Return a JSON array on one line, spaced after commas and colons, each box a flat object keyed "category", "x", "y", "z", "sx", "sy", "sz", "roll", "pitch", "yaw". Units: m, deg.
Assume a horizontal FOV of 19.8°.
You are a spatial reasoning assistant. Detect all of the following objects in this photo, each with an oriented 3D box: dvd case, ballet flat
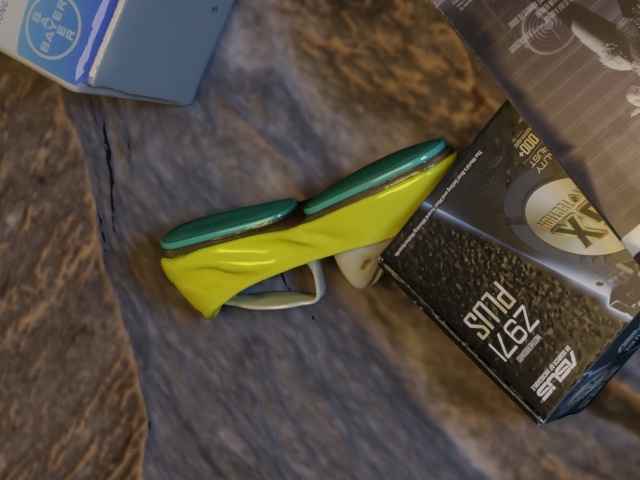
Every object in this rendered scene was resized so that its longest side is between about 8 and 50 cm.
[{"category": "dvd case", "x": 0.181, "y": -0.118, "z": 1.044, "sx": 0.164, "sy": 0.018, "sz": 0.221, "roll": -41, "pitch": 72, "yaw": 15}, {"category": "ballet flat", "x": 0.000, "y": 0.000, "z": 1.198, "sx": 0.231, "sy": 0.077, "sz": 0.077, "roll": -18, "pitch": 103, "yaw": 29}]

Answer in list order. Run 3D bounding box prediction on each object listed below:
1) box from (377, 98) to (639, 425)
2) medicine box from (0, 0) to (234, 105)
[{"category": "box", "x": 0.149, "y": -0.004, "z": 1.109, "sx": 0.147, "sy": 0.077, "sz": 0.180, "roll": 46, "pitch": 109, "yaw": 19}, {"category": "medicine box", "x": -0.181, "y": -0.269, "z": 1.238, "sx": 0.289, "sy": 0.149, "sz": 0.263, "roll": 29, "pitch": 103, "yaw": 23}]
